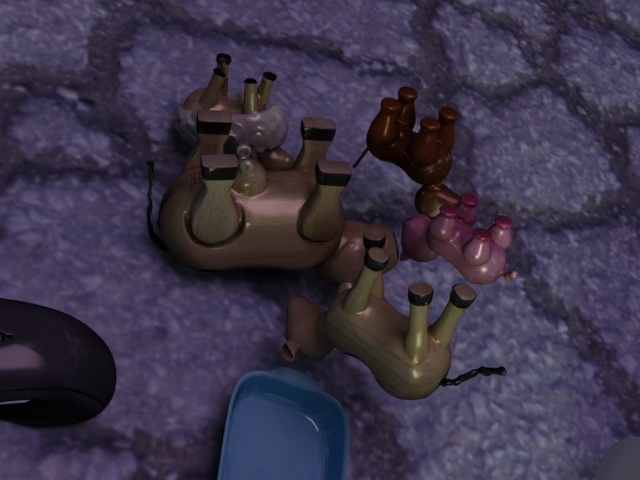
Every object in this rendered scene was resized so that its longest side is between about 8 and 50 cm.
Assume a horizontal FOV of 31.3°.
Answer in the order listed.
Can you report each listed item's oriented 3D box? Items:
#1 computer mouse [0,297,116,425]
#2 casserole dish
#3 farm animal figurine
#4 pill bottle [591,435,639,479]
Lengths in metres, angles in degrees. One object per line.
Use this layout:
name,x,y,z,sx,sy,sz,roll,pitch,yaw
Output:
computer mouse,-0.273,0.113,0.843,0.262,0.060,0.184,13,52,-24
casserole dish,-0.036,0.195,0.950,0.114,0.037,0.188,21,51,-19
farm animal figurine,0.000,0.000,1.021,0.326,0.172,0.330,13,37,-1
pill bottle,0.384,0.275,1.088,0.245,0.136,0.136,24,50,-16
